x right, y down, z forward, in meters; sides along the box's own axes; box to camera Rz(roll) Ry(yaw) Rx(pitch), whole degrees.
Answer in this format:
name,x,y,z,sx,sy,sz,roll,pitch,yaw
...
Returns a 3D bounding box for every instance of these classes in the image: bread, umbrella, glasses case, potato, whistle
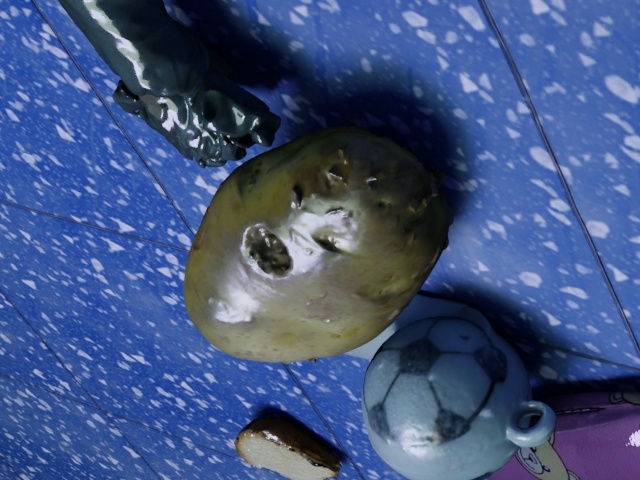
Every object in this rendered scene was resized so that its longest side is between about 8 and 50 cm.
name,x,y,z,sx,sy,sz,roll,pitch,yaw
bread,-0.037,0.248,2.000,0.126,0.044,0.129,27,153,-3
umbrella,-0.156,-0.192,1.270,0.143,0.094,0.349,8,144,53
glasses case,0.242,0.191,1.502,0.123,0.076,0.316,42,155,-16
potato,0.000,0.000,1.356,0.192,0.141,0.296,8,152,-20
whistle,0.084,0.133,1.498,0.290,0.163,0.163,12,148,39
